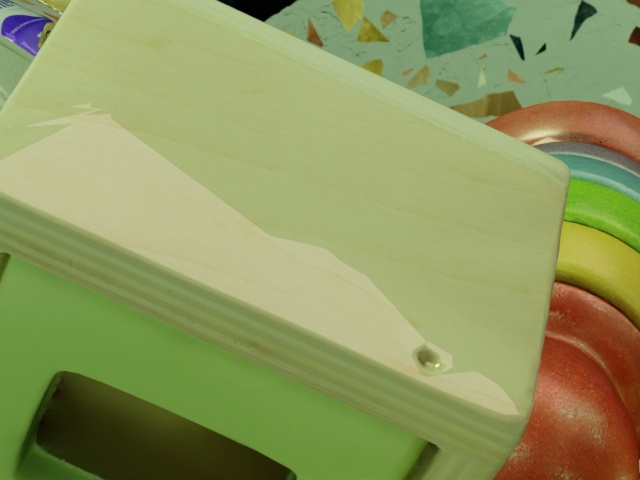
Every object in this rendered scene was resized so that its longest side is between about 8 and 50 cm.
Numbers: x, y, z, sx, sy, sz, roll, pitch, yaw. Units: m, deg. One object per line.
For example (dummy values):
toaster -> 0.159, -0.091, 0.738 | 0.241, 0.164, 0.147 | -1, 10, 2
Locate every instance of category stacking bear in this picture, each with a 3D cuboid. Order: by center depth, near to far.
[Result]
stacking bear -> 0.107, 0.058, 0.853 | 0.175, 0.164, 0.289 | 32, 30, -4

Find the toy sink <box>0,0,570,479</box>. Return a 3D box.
toy sink -> -0.048, 0.063, 0.526 | 0.153, 0.234, 0.131 | 25, 39, -5

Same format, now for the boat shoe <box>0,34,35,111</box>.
boat shoe -> -0.085, 0.022, 0.821 | 0.302, 0.091, 0.114 | 42, 16, -25

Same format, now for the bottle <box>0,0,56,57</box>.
bottle -> -0.228, -0.125, 1.288 | 0.283, 0.092, 0.118 | 26, 16, 7

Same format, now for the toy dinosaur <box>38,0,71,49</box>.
toy dinosaur -> -0.166, -0.173, 1.260 | 0.093, 0.053, 0.183 | 16, 26, -15
